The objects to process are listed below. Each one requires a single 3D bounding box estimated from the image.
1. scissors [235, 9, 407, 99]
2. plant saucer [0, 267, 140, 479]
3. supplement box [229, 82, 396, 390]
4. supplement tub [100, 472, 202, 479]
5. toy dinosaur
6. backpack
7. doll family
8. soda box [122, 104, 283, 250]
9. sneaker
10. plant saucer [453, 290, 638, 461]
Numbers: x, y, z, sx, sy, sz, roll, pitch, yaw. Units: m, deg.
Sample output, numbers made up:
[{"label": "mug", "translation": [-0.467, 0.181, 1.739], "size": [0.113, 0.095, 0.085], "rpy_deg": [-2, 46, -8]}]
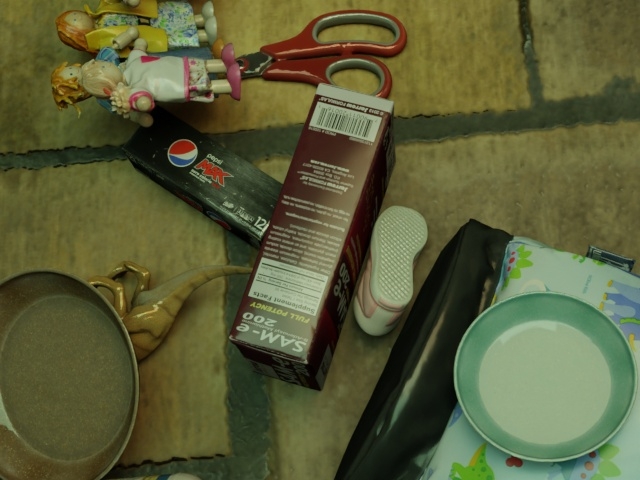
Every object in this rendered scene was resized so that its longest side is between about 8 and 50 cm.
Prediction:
[{"label": "scissors", "translation": [-0.062, -0.186, 1.000], "size": [0.297, 0.021, 0.109], "rpy_deg": [2, 73, 8]}, {"label": "plant saucer", "translation": [-0.233, 0.123, 0.867], "size": [0.198, 0.036, 0.199], "rpy_deg": [0, 89, 25]}, {"label": "supplement box", "translation": [0.000, 0.000, 0.867], "size": [0.073, 0.130, 0.239], "rpy_deg": [16, 74, 10]}, {"label": "supplement tub", "translation": [-0.187, 0.265, 0.785], "size": [0.199, 0.144, 0.144], "rpy_deg": [-6, 70, 4]}, {"label": "toy dinosaur", "translation": [-0.154, 0.063, 0.899], "size": [0.112, 0.064, 0.211], "rpy_deg": [45, 99, 11]}, {"label": "backpack", "translation": [0.225, 0.155, 0.749], "size": [0.355, 0.273, 0.290], "rpy_deg": [28, 69, 2]}, {"label": "doll family", "translation": [-0.175, -0.177, 0.940], "size": [0.163, 0.118, 0.263], "rpy_deg": [-6, 49, -12]}, {"label": "soda box", "translation": [-0.102, -0.057, 0.937], "size": [0.169, 0.053, 0.060], "rpy_deg": [33, 76, 15]}, {"label": "sneaker", "translation": [0.060, 0.030, 0.896], "size": [0.051, 0.070, 0.134], "rpy_deg": [19, 43, -4]}, {"label": "plant saucer", "translation": [0.150, 0.092, 0.663], "size": [0.119, 0.021, 0.119], "rpy_deg": [-5, 63, 10]}]
